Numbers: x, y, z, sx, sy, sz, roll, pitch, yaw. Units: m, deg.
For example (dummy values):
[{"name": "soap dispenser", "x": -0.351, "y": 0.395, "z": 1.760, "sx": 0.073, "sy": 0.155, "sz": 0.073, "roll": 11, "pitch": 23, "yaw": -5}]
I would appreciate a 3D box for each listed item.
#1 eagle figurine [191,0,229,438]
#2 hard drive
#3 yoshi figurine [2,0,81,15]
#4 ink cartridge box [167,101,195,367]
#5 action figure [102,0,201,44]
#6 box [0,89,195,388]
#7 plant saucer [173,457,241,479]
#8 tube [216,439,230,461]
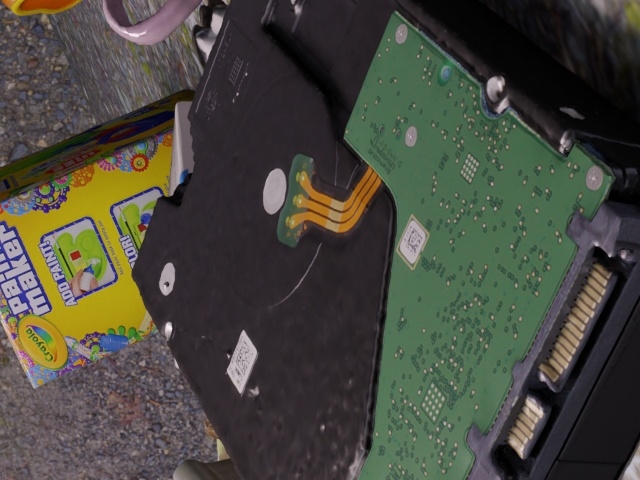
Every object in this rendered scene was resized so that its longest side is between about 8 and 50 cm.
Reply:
[{"name": "eagle figurine", "x": -0.008, "y": -0.001, "z": 0.906, "sx": 0.226, "sy": 0.225, "sz": 0.298, "roll": 10, "pitch": 93, "yaw": 32}, {"name": "hard drive", "x": 0.023, "y": 0.006, "z": 0.653, "sx": 0.339, "sy": 0.064, "sz": 0.237, "roll": 52, "pitch": 126, "yaw": 53}, {"name": "yoshi figurine", "x": -0.294, "y": -0.403, "z": 1.349, "sx": 0.362, "sy": 0.203, "sz": 0.203, "roll": 67, "pitch": 154, "yaw": 7}, {"name": "ink cartridge box", "x": -0.083, "y": 0.000, "z": 1.235, "sx": 0.203, "sy": 0.086, "sz": 0.148, "roll": 105, "pitch": 160, "yaw": -57}, {"name": "action figure", "x": -0.180, "y": -0.346, "z": 0.991, "sx": 0.276, "sy": 0.248, "sz": 0.370, "roll": 42, "pitch": -175, "yaw": -37}, {"name": "box", "x": -0.205, "y": -0.014, "z": 1.481, "sx": 0.177, "sy": 0.279, "sz": 0.290, "roll": 68, "pitch": 169, "yaw": -14}, {"name": "plant saucer", "x": 0.075, "y": 0.260, "z": 0.997, "sx": 0.400, "sy": 0.100, "sz": 0.400, "roll": 41, "pitch": 173, "yaw": 7}, {"name": "tube", "x": -0.082, "y": 0.145, "z": 1.574, "sx": 0.062, "sy": 0.070, "sz": 0.240, "roll": 127, "pitch": 150, "yaw": -51}]
